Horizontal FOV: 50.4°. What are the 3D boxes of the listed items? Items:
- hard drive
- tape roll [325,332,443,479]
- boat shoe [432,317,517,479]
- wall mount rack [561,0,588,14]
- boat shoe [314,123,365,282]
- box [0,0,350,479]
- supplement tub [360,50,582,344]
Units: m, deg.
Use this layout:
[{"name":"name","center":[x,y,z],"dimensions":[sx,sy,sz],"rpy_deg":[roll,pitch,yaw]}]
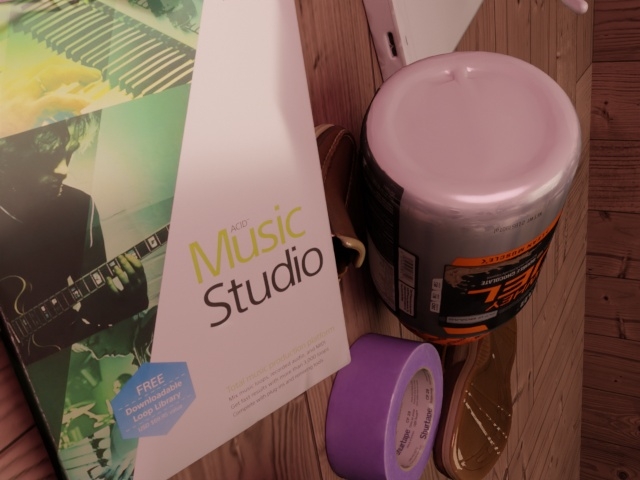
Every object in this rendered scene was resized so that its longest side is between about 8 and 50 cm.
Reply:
[{"name":"hard drive","center":[0.145,-0.335,0.894],"dimensions":[0.307,0.040,0.203],"rpy_deg":[-58,142,-36]},{"name":"tape roll","center":[0.086,0.217,0.865],"dimensions":[0.189,0.080,0.189],"rpy_deg":[-17,109,-59]},{"name":"boat shoe","center":[0.212,0.218,1.041],"dimensions":[0.123,0.123,0.342],"rpy_deg":[48,41,-24]},{"name":"wall mount rack","center":[0.221,-0.441,0.832],"dimensions":[0.350,0.130,0.304],"rpy_deg":[16,73,-46]},{"name":"boat shoe","center":[0.003,0.004,0.659],"dimensions":[0.095,0.095,0.257],"rpy_deg":[44,58,-54]},{"name":"box","center":[-0.099,-0.005,0.445],"dimensions":[0.232,0.058,0.322],"rpy_deg":[-27,119,-32]},{"name":"supplement tub","center":[0.152,-0.023,0.760],"dimensions":[0.338,0.207,0.207],"rpy_deg":[78,31,-58]}]
